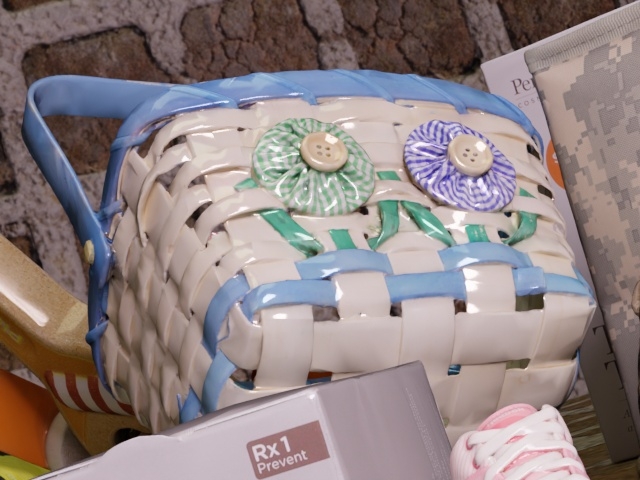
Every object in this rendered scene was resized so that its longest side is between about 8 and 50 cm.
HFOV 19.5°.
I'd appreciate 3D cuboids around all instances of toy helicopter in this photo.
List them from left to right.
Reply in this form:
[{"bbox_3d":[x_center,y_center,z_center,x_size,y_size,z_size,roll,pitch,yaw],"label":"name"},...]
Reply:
[{"bbox_3d":[-0.144,0.072,1.094,0.140,0.355,0.235,-49,2,-28],"label":"toy helicopter"}]

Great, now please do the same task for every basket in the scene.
[{"bbox_3d":[0.000,0.000,0.947,0.255,0.201,0.289,-2,31,-24],"label":"basket"}]

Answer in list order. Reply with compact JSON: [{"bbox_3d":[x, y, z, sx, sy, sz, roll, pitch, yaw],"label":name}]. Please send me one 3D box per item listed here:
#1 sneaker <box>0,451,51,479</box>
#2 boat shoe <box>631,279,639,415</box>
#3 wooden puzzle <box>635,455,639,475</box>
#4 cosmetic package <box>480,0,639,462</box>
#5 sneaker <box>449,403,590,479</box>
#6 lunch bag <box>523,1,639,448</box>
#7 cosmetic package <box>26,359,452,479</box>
[{"bbox_3d":[-0.236,0.211,1.069,0.147,0.145,0.385,6,11,33],"label":"sneaker"},{"bbox_3d":[0.165,0.034,0.661,0.132,0.130,0.355,-17,-5,-4],"label":"boat shoe"},{"bbox_3d":[0.218,0.119,1.087,0.079,0.014,0.116,-17,-5,0],"label":"wooden puzzle"},{"bbox_3d":[0.320,-0.044,1.179,0.377,0.284,0.097,-21,-6,30],"label":"cosmetic package"},{"bbox_3d":[0.077,0.094,0.665,0.051,0.070,0.134,-14,-4,-8],"label":"sneaker"},{"bbox_3d":[0.273,-0.033,0.884,0.287,0.235,0.169,-21,-10,40],"label":"lunch bag"},{"bbox_3d":[-0.021,0.110,0.682,0.127,0.107,0.238,-19,-3,12],"label":"cosmetic package"}]
